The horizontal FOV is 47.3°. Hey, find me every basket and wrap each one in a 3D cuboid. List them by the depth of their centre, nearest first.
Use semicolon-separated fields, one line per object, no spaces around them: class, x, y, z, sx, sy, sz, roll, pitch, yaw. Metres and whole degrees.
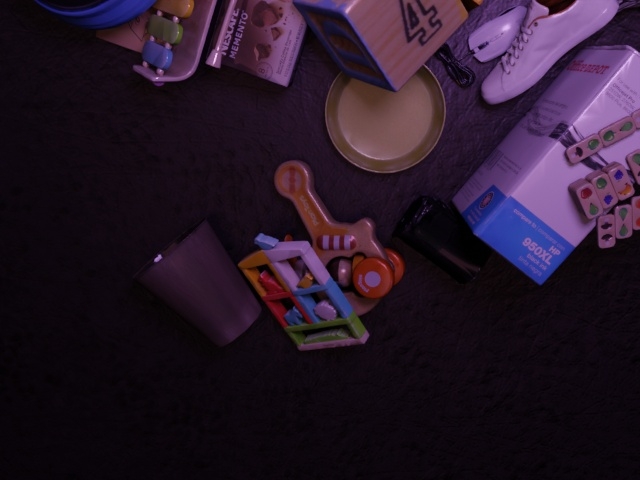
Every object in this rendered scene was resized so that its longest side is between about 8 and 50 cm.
basket;-0.244;0.101;1.536;0.204;0.154;0.227;-36;102;13

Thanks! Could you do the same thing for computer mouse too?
computer mouse;0.327;-0.389;1.423;0.193;0.042;0.106;-34;98;11

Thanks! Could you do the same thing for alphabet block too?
alphabet block;0.107;-0.413;1.306;0.197;0.192;0.193;-47;129;-6

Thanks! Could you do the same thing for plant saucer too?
plant saucer;0.130;-0.258;1.473;0.240;0.037;0.241;1;104;5

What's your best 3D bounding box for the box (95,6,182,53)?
box;-0.334;-0.453;1.468;0.201;0.021;0.165;21;104;-2

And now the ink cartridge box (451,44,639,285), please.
ink cartridge box;0.445;-0.149;1.347;0.166;0.285;0.395;37;104;-8

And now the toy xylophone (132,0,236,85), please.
toy xylophone;-0.245;-0.440;1.359;0.081;0.236;0.323;8;99;-40

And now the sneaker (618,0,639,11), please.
sneaker;0.685;-0.457;1.333;0.343;0.134;0.147;-8;107;8

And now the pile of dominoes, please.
pile of dominoes;0.536;-0.113;1.188;0.251;0.040;0.196;-28;108;7

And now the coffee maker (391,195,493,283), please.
coffee maker;0.247;0.004;1.459;0.178;0.171;0.120;34;104;-4

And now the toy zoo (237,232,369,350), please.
toy zoo;-0.047;0.104;1.501;0.192;0.030;0.293;-15;117;42

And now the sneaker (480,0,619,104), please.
sneaker;0.392;-0.381;1.356;0.123;0.106;0.290;34;122;-26

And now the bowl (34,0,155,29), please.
bowl;-0.423;-0.592;1.341;0.390;0.077;0.392;2;94;24

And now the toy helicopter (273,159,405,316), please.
toy helicopter;0.000;0.000;1.521;0.234;0.140;0.355;-31;89;20

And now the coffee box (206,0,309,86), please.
coffee box;-0.091;-0.461;1.397;0.168;0.119;0.297;19;104;-2

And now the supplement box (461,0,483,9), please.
supplement box;0.272;-0.565;1.338;0.191;0.129;0.194;37;104;-5
